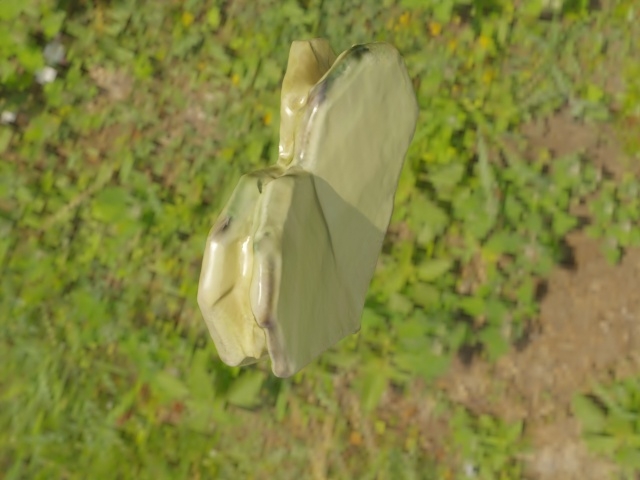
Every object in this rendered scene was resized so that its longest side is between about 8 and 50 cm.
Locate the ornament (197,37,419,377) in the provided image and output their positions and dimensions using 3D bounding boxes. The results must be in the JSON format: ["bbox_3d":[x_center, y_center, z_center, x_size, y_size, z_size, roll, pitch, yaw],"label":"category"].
[{"bbox_3d":[0.000,0.000,0.940,0.059,0.201,0.180,10,145,22],"label":"ornament"}]
